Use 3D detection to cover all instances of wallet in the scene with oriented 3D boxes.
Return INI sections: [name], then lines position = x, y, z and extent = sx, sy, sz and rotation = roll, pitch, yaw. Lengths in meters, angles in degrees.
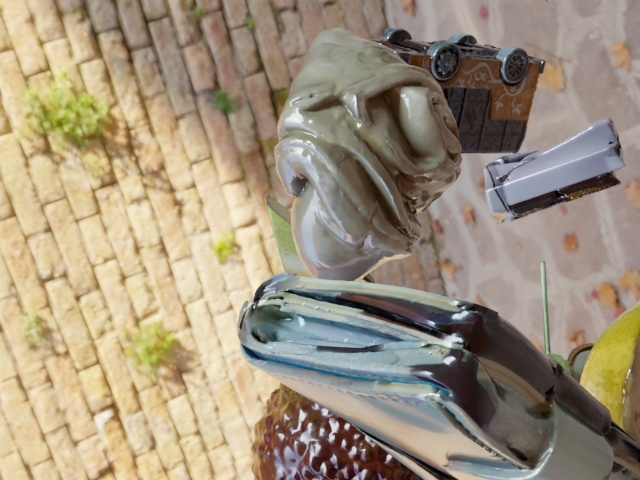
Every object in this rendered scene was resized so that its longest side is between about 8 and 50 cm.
[wallet]
position = 0.084, 0.107, 0.551
extent = 0.176, 0.075, 0.250
rotation = 4, 152, 47

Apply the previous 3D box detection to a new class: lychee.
[lychee]
position = 0.041, 0.224, 0.984
extent = 0.271, 0.235, 0.236
rotation = -66, -33, -62

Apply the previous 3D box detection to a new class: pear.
[pear]
position = 0.514, 0.233, 1.324
extent = 0.191, 0.386, 0.340
rotation = -19, 96, 58

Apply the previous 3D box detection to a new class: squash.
[squash]
position = 0.000, 0.000, 1.558
extent = 0.237, 0.155, 0.204
rotation = -89, -15, -83

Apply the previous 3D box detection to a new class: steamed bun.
[steamed bun]
position = 0.058, -0.077, 0.836
extent = 0.144, 0.218, 0.211
rotation = -1, 127, 24

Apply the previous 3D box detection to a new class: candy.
[candy]
position = 0.454, 0.174, 1.808
extent = 0.093, 0.092, 0.336
rotation = 39, -139, -34

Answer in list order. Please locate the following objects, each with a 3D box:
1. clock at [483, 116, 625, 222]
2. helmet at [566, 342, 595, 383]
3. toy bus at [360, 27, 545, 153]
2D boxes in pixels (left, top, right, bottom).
[clock]
position = 0.337, -0.104, 1.289
extent = 0.083, 0.186, 0.253
rotation = 70, -161, -3
[helmet]
position = 0.594, 0.309, 1.802
extent = 0.224, 0.198, 0.130
rotation = 16, 133, 18
[toy bus]
position = 0.193, -0.240, 1.488
extent = 0.162, 0.323, 0.194
rotation = 33, 121, 50
